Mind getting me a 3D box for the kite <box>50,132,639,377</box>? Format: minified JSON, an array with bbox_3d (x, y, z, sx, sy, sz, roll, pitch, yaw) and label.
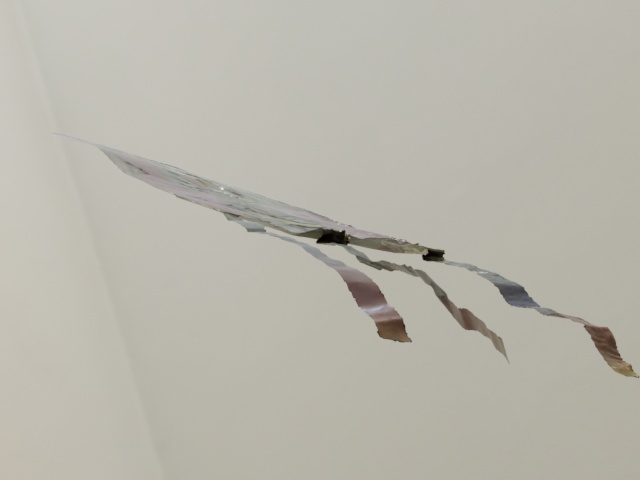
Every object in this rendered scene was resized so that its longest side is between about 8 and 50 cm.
[{"bbox_3d":[0.001,-0.004,0.620,0.360,0.204,0.022,28,-80,59],"label":"kite"}]
